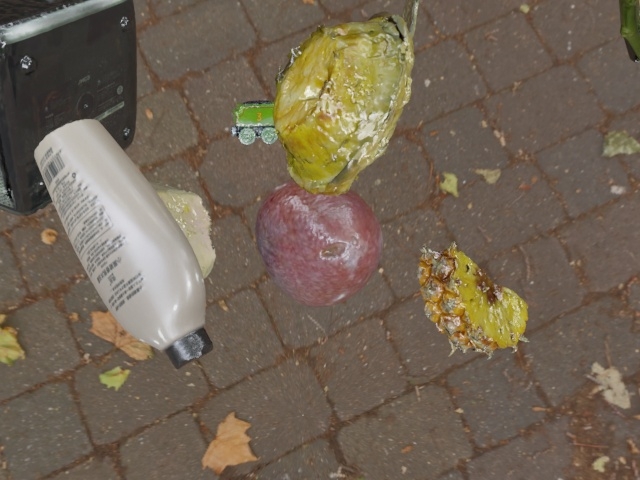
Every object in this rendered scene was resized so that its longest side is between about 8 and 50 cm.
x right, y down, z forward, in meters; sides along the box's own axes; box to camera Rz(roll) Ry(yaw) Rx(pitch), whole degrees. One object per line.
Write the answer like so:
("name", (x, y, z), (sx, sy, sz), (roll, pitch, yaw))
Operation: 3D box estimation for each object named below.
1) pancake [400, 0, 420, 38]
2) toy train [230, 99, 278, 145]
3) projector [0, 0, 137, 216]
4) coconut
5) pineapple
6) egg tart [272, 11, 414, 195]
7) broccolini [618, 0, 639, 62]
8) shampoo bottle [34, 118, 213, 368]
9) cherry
("pancake", (0.157, -0.371, 1.115), (0.033, 0.286, 0.288), (15, 46, -3))
("toy train", (-0.072, -0.229, 1.141), (0.202, 0.060, 0.081), (-5, 111, -14))
("projector", (-0.580, -0.314, 1.238), (0.241, 0.406, 0.395), (21, 40, 10))
("coconut", (-0.436, 0.012, 1.476), (0.309, 0.297, 0.298), (-20, 71, 34))
("pineapple", (0.233, 0.113, 0.913), (0.233, 0.079, 0.135), (34, 66, -25))
("egg tart", (0.012, -0.153, 0.642), (0.090, 0.212, 0.213), (18, 70, -33))
("broccolini", (0.189, -0.161, 0.366), (0.044, 0.218, 0.042), (-22, 72, 32))
("shampoo bottle", (-0.186, 0.009, 0.585), (0.127, 0.078, 0.257), (-34, 83, 30))
("cherry", (0.000, 0.000, 1.153), (0.221, 0.307, 0.261), (-30, 101, -27))
